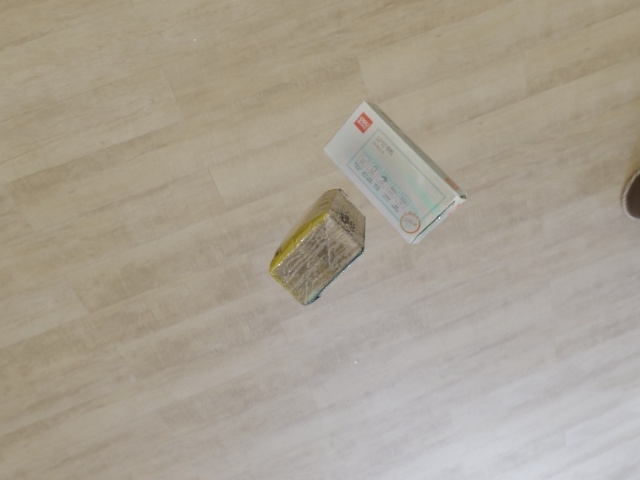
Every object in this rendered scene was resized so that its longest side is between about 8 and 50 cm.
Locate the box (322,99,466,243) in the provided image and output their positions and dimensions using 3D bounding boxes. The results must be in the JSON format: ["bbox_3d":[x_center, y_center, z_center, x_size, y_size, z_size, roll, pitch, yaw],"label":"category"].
[{"bbox_3d":[0.140,-0.130,0.900,0.269,0.079,0.135,48,117,13],"label":"box"}]

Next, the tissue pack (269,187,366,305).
[{"bbox_3d":[0.000,0.000,1.062,0.134,0.271,0.192,44,106,-8],"label":"tissue pack"}]
